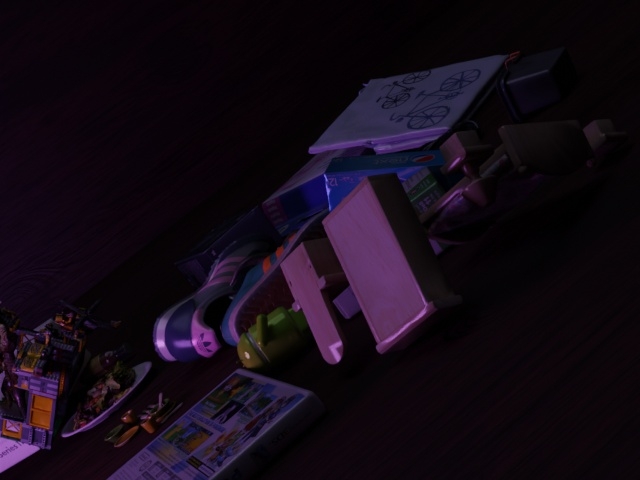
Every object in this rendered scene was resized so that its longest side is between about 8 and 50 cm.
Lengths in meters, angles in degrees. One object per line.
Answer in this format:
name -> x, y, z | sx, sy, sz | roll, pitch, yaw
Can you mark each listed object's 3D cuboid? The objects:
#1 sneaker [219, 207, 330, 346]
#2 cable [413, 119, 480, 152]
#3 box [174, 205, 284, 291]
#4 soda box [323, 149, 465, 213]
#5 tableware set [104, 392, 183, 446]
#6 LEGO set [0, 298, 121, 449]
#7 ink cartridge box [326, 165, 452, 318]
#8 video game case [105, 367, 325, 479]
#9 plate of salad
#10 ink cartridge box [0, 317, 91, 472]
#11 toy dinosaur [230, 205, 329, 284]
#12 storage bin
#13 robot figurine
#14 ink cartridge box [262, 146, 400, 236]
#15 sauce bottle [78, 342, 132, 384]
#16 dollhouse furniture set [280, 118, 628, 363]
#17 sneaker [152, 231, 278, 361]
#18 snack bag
sneaker -> -0.041, 0.045, 1.875 | 0.302, 0.108, 0.121 | -42, 16, -20
cable -> 0.199, -0.160, 2.139 | 0.150, 0.047, 0.184 | -39, 10, -10
box -> -0.181, 0.023, 2.442 | 0.156, 0.093, 0.158 | -43, 11, -28
soda box -> 0.116, -0.087, 1.808 | 0.210, 0.067, 0.071 | -4, 22, 15
tableware set -> -0.275, 0.274, 1.878 | 0.104, 0.024, 0.154 | -43, 13, -26
LEGO set -> -0.525, 0.196, 2.170 | 0.331, 0.255, 0.192 | -62, -11, -55
ink cartridge box -> 0.093, 0.001, 1.697 | 0.208, 0.087, 0.153 | -37, 10, 6
video game case -> -0.161, 0.274, 1.494 | 0.300, 0.036, 0.329 | -40, 10, -15
plate of salad -> -0.380, 0.270, 2.159 | 0.200, 0.048, 0.200 | -35, 11, 8
ink cartridge box -> -0.594, 0.327, 2.330 | 0.207, 0.119, 0.353 | -31, 21, 28
toy dinosaur -> 0.000, 0.000, 2.005 | 0.313, 0.121, 0.160 | -42, -1, -2
storage bin -> 0.353, -0.265, 2.002 | 0.091, 0.098, 0.135 | -17, 20, 33
robot figurine -> -0.063, 0.135, 1.670 | 0.115, 0.067, 0.101 | -35, -18, -1
ink cartridge box -> 0.028, -0.137, 2.528 | 0.324, 0.071, 0.330 | -24, 16, 48
sauce bottle -> -0.425, 0.242, 2.436 | 0.128, 0.042, 0.042 | -30, 13, 21
dollhouse furniture set -> 0.187, 0.013, 1.487 | 0.355, 0.174, 0.303 | -9, -23, -39
sneaker -> -0.135, 0.094, 2.041 | 0.131, 0.112, 0.319 | -5, 33, 39
snack bag -> 0.172, -0.258, 2.420 | 0.342, 0.037, 0.323 | -6, 30, 35
